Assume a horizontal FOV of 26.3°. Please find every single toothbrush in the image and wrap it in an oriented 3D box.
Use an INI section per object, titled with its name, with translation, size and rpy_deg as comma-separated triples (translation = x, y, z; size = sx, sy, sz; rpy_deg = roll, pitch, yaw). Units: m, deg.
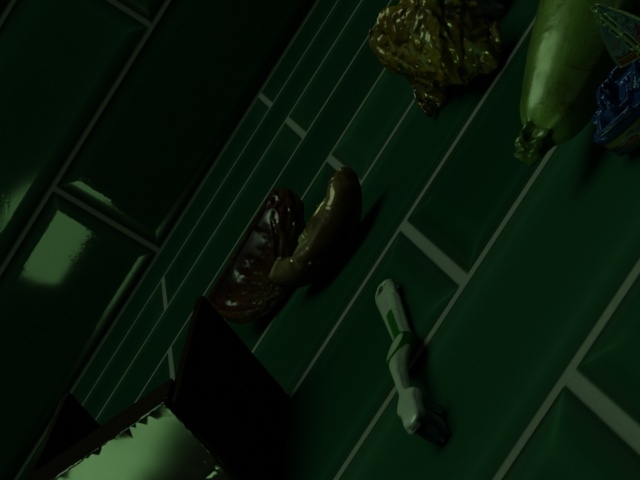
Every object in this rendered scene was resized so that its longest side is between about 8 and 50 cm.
[toothbrush]
translation = 0.080, 0.107, 1.385
size = 0.042, 0.040, 0.418
rpy_deg = -58, 12, 12

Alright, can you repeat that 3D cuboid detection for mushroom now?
[mushroom]
translation = 0.001, 0.002, 1.877
size = 0.210, 0.072, 0.094
rpy_deg = -57, 10, 24

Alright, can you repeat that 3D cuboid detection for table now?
[table]
translation = -0.193, 0.248, 1.615
size = 0.250, 0.196, 0.282
rpy_deg = -36, 17, 17

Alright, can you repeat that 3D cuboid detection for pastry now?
[pastry]
translation = 0.148, -0.252, 1.788
size = 0.102, 0.154, 0.250
rpy_deg = -40, 10, -11

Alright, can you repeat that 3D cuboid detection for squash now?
[squash]
translation = 0.265, -0.226, 1.297
size = 0.118, 0.118, 0.370
rpy_deg = -38, 24, 58

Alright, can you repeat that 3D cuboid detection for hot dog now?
[hot dog]
translation = -0.086, 0.031, 2.088
size = 0.227, 0.099, 0.160
rpy_deg = -54, 13, 25

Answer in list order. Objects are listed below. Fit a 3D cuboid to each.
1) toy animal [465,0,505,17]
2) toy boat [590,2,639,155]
[toy animal]
translation = 0.228, -0.417, 1.887
size = 0.282, 0.138, 0.140
rpy_deg = -56, 18, -24
[toy boat]
translation = 0.267, -0.160, 1.134
size = 0.175, 0.110, 0.091
rpy_deg = -48, 16, 33
